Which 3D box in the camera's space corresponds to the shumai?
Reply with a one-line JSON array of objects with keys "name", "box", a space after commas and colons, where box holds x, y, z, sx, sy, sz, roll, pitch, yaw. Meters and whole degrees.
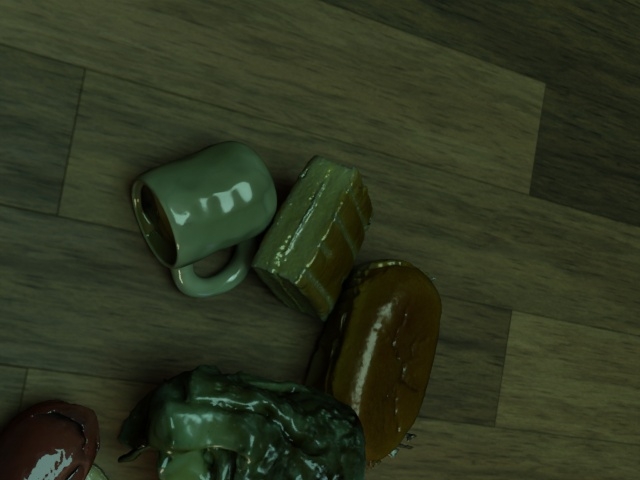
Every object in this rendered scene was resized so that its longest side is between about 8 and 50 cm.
[{"name": "shumai", "box": [-0.149, 0.354, 1.635, 0.348, 0.395, 0.395, 44, 69, -24]}]

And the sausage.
[{"name": "sausage", "box": [-0.450, 0.369, 1.572, 0.152, 0.152, 0.280, 42, 73, -25]}]

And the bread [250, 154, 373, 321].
[{"name": "bread", "box": [0.000, 0.000, 1.808, 0.239, 0.111, 0.246, -62, 160, -14]}]

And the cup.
[{"name": "cup", "box": [-0.178, -0.026, 1.721, 0.202, 0.173, 0.255, -25, 102, -27]}]

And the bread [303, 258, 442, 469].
[{"name": "bread", "box": [0.097, 0.226, 1.884, 0.236, 0.183, 0.389, 13, 84, -33]}]

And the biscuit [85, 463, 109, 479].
[{"name": "biscuit", "box": [-0.409, 0.435, 1.675, 0.152, 0.020, 0.152, 0, 91, -30]}]
